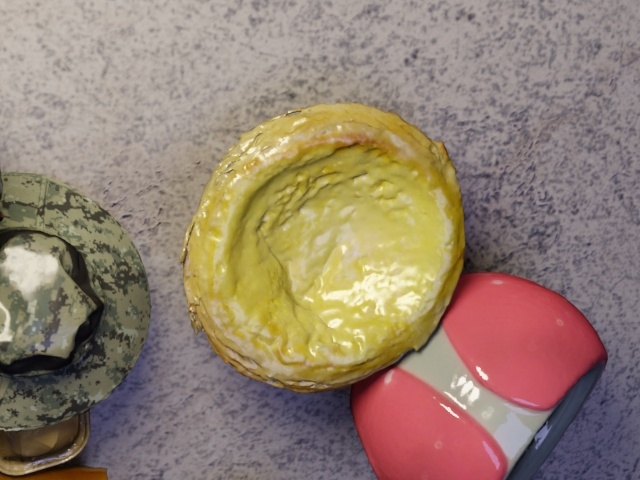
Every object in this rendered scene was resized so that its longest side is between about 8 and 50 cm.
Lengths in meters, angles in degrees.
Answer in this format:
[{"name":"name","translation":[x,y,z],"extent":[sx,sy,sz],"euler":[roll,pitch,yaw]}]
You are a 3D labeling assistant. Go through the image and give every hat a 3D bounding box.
[{"name":"hat","translation":[-0.271,0.057,1.484],"extent":[0.265,0.128,0.266],"euler":[1,88,-19]}]

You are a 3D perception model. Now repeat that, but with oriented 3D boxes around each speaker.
[{"name":"speaker","translation":[0.181,0.170,1.785],"extent":[0.294,0.294,0.294],"euler":[-15,125,-22]}]

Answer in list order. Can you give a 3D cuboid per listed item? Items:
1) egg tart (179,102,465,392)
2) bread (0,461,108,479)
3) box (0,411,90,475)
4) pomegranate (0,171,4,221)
[{"name":"egg tart","translation":[0.000,0.000,1.647],"extent":[0.315,0.120,0.315],"euler":[-7,110,-19]},{"name":"bread","translation":[-0.392,0.285,1.625],"extent":[0.361,0.077,0.138],"euler":[9,86,-34]},{"name":"box","translation":[-0.286,0.148,1.607],"extent":[0.111,0.111,0.177],"euler":[-15,125,-22]},{"name":"pomegranate","translation":[-0.390,-0.053,1.379],"extent":[0.247,0.202,0.202],"euler":[16,113,-5]}]
